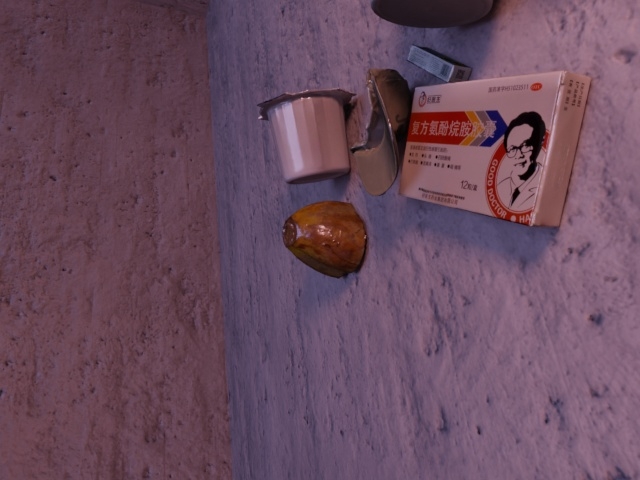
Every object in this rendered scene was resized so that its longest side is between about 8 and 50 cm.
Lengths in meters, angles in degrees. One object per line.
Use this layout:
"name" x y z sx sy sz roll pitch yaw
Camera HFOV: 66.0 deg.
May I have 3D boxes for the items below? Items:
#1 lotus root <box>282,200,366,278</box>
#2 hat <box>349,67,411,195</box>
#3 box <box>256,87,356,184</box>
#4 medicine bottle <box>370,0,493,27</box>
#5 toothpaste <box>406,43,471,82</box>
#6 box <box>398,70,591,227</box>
"lotus root" 0.000 0.001 1.268 0.188 0.180 0.199 -67 30 30
"hat" 0.149 -0.217 1.012 0.214 0.149 0.245 103 148 -51
"box" -0.036 -0.261 1.323 0.291 0.262 0.206 166 95 -75
"medicine bottle" 0.194 -0.535 0.805 0.245 0.245 0.306 -163 77 -65
"toothpaste" 0.226 -0.341 0.955 0.164 0.046 0.034 -121 39 -51
"box" 0.264 -0.158 0.834 0.353 0.069 0.214 28 112 62
